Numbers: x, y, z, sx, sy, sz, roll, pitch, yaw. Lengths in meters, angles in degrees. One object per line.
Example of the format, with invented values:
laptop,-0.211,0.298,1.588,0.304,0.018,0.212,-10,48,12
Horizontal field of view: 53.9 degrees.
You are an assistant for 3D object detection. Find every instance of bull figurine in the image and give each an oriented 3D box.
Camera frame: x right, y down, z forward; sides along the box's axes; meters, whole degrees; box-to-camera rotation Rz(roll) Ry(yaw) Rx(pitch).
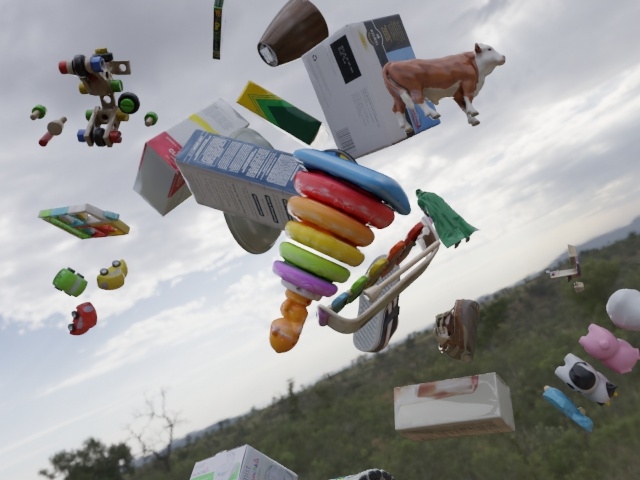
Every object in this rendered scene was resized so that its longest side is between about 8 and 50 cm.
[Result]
bull figurine,0.298,-0.367,1.487,0.310,0.188,0.101,-10,-14,-12

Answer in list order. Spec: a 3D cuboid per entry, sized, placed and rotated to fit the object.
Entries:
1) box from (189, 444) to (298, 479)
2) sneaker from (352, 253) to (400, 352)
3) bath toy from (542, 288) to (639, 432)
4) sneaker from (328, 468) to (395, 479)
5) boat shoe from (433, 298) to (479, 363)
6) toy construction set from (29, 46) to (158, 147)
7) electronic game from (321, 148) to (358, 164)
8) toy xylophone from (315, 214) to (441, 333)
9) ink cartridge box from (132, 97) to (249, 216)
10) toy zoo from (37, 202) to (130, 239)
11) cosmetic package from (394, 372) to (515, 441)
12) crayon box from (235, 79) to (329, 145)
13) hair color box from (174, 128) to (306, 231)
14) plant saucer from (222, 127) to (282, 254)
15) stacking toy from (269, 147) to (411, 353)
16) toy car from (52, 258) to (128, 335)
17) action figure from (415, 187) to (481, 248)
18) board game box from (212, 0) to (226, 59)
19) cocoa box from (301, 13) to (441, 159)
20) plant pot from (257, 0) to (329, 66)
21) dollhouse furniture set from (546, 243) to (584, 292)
box,-0.248,0.777,2.003,0.262,0.127,0.231,-29,-57,33
sneaker,0.195,0.207,2.049,0.126,0.321,0.127,14,-5,34
bath toy,0.696,0.285,1.520,0.151,0.129,0.348,27,-83,-42
sneaker,0.038,0.484,1.184,0.275,0.107,0.110,13,-19,-36
boat shoe,0.358,0.244,1.683,0.116,0.123,0.324,11,-28,18
toy construction set,-0.635,-0.394,1.753,0.309,0.257,0.237,-26,28,14
electronic game,0.033,-0.134,1.711,0.048,0.229,0.229,-10,-19,-47
toy xylophone,0.133,0.070,1.287,0.322,0.081,0.236,-37,-15,-23
ink cartridge box,-0.458,-0.302,2.253,0.384,0.160,0.279,-44,-7,-38
toy zoo,-0.783,-0.063,2.125,0.293,0.030,0.192,-4,-26,31
cosmetic package,0.368,0.467,1.746,0.296,0.129,0.153,-14,-36,25
crayon box,-0.134,-0.467,2.426,0.106,0.313,0.363,-60,-3,5
hair color box,-0.138,-0.125,1.425,0.105,0.347,0.174,-63,-21,-25
plant saucer,-0.175,-0.158,1.966,0.100,0.400,0.400,-5,-5,23
stacking toy,-0.006,0.028,0.942,0.302,0.165,0.175,-66,-27,-1
toy car,-0.601,0.133,1.617,0.239,0.053,0.225,-58,-21,-11
action figure,0.370,-0.079,1.951,0.137,0.232,0.063,-23,-29,-25
board game box,-0.296,-0.660,1.853,0.030,0.136,0.260,6,-16,-9
cocoa box,0.149,-0.440,1.837,0.228,0.347,0.231,-27,8,-37
plant pot,-0.123,-0.760,2.369,0.230,0.215,0.215,-46,-4,-22
dollhouse furniture set,0.634,0.072,1.644,0.081,0.091,0.114,-11,28,22
